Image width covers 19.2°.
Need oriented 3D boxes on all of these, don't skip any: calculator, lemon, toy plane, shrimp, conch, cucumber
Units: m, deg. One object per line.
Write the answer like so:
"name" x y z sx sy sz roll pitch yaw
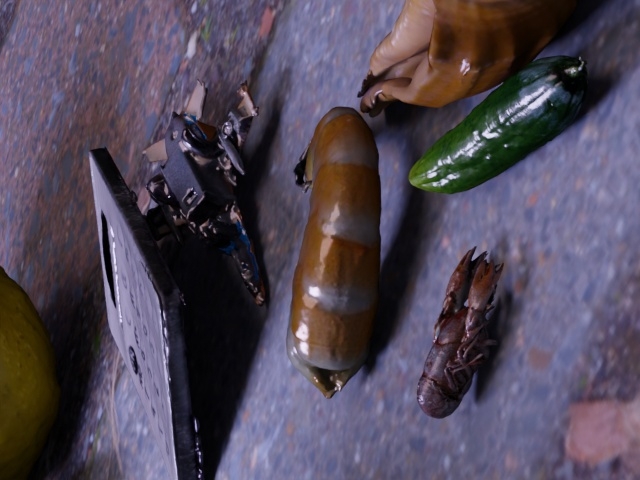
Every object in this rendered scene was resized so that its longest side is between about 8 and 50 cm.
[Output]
"calculator" -0.125 0.049 1.318 0.262 0.021 0.161 -126 28 -60
"lemon" -0.352 0.134 1.547 0.268 0.268 0.322 -102 31 -45
"toy plane" -0.076 -0.027 1.278 0.135 0.062 0.188 -49 35 26
"shrimp" 0.074 0.045 0.958 0.038 0.029 0.092 -14 60 64
"shrimp" 0.000 0.000 1.115 0.166 0.049 0.161 -132 48 -73
"conch" 0.081 -0.124 0.986 0.330 0.093 0.109 115 144 -72
"cucumber" 0.096 -0.059 0.957 0.168 0.039 0.039 -38 44 57
